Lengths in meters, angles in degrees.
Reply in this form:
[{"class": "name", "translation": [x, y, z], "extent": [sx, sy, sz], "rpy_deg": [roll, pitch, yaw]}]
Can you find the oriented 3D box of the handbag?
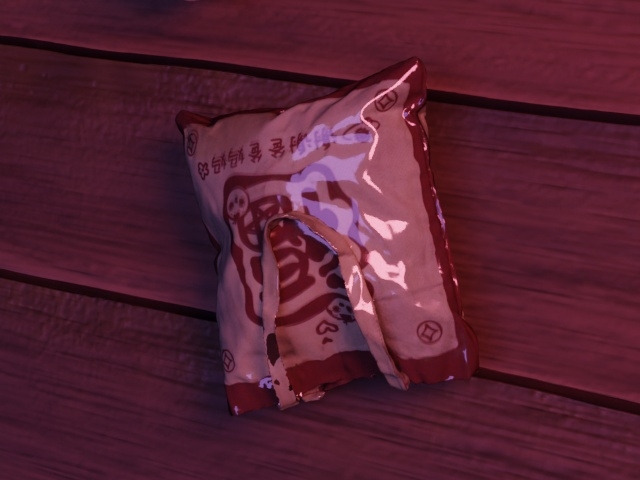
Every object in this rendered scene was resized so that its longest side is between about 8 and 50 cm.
[{"class": "handbag", "translation": [0.000, 0.000, 1.019], "extent": [0.213, 0.127, 0.235], "rpy_deg": [-11, 88, 26]}]
